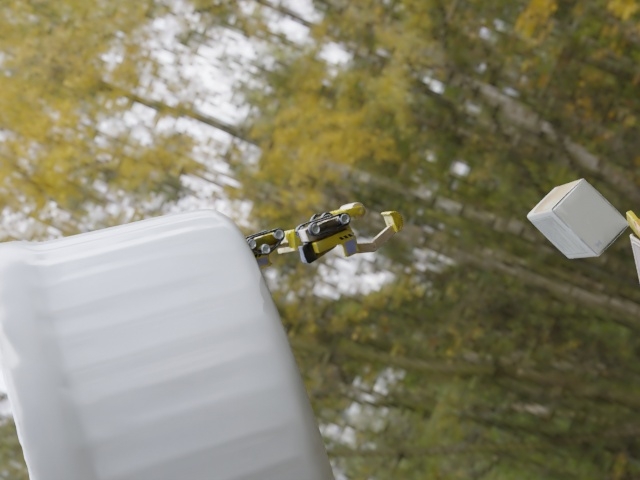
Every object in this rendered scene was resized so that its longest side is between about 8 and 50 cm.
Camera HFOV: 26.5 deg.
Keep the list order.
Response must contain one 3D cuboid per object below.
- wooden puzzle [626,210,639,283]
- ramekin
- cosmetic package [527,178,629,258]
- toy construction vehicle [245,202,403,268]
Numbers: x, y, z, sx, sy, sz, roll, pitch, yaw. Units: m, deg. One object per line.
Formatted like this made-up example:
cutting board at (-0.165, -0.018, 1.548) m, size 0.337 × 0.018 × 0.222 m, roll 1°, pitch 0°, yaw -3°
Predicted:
wooden puzzle at (0.336, 0.032, 1.372) m, size 0.078 × 0.014 × 0.116 m, roll -118°, pitch 10°, yaw -60°
ramekin at (-0.078, 0.116, 0.744) m, size 0.135 × 0.277 × 0.277 m, roll -17°, pitch -27°, yaw -9°
cosmetic package at (0.226, -0.018, 1.204) m, size 0.041 × 0.060 × 0.115 m, roll -45°, pitch 2°, yaw -3°
toy construction vehicle at (0.000, 0.000, 0.979) m, size 0.098 × 0.035 × 0.086 m, roll -19°, pitch 5°, yaw -29°
